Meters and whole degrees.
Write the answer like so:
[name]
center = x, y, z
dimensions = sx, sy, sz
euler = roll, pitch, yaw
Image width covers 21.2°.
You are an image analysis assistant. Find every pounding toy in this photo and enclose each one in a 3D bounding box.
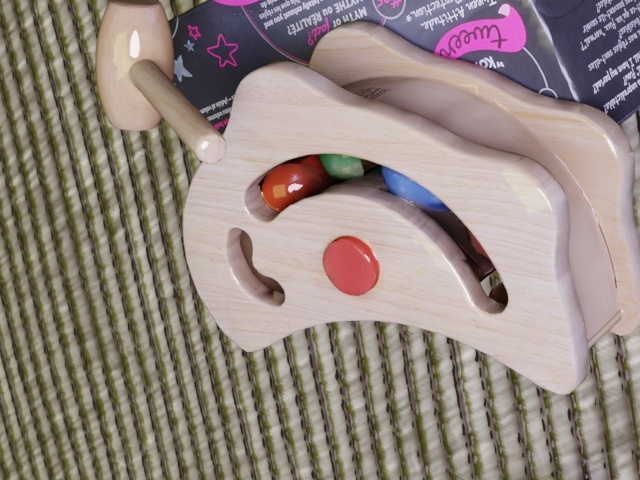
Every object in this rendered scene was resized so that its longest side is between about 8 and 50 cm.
[pounding toy]
center = 0.000, 0.000, 0.773
dimensions = 0.269, 0.155, 0.154
euler = 24, 125, 26

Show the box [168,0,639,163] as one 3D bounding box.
[box]
center = 0.059, -0.104, 0.891
dimensions = 0.247, 0.163, 0.142
euler = -17, 102, 44
